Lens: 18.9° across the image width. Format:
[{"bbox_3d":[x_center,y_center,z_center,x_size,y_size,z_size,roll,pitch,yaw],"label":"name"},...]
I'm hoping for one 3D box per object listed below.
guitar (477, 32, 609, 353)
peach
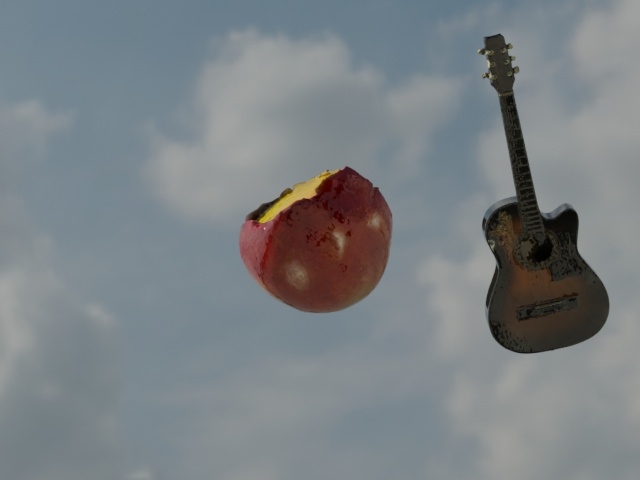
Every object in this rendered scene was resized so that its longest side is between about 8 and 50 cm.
[{"bbox_3d":[0.145,-0.032,1.368,0.088,0.233,0.025,-12,11,2],"label":"guitar"},{"bbox_3d":[0.004,0.005,1.775,0.151,0.118,0.151,-4,-69,-10],"label":"peach"}]
